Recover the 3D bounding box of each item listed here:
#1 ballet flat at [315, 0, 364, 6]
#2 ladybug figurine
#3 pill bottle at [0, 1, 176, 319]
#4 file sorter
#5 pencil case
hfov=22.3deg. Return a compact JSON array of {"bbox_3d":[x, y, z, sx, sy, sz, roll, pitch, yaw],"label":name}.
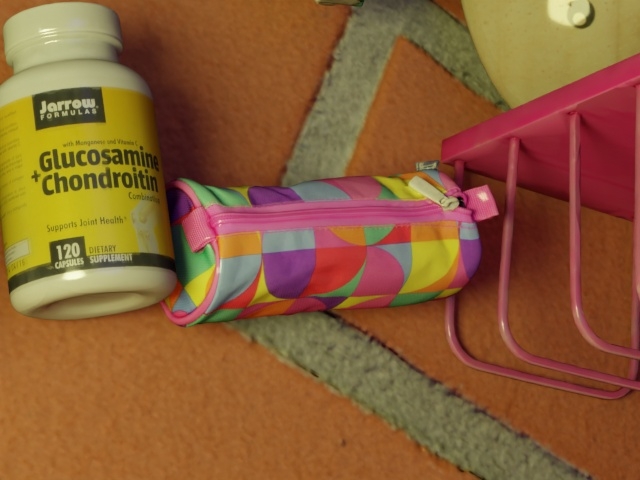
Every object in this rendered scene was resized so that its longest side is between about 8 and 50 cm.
[{"bbox_3d":[-0.024,-0.349,1.194,0.147,0.147,0.409,15,64,-29],"label":"ballet flat"},{"bbox_3d":[0.269,-0.275,1.312,0.305,0.162,0.449,35,58,-24],"label":"ladybug figurine"},{"bbox_3d":[-0.150,-0.049,1.009,0.103,0.103,0.184,-1,76,-33],"label":"pill bottle"},{"bbox_3d":[0.245,0.001,1.141,0.202,0.290,0.182,15,70,-29],"label":"file sorter"},{"bbox_3d":[0.000,0.000,1.096,0.236,0.104,0.104,-7,79,-34],"label":"pencil case"}]
